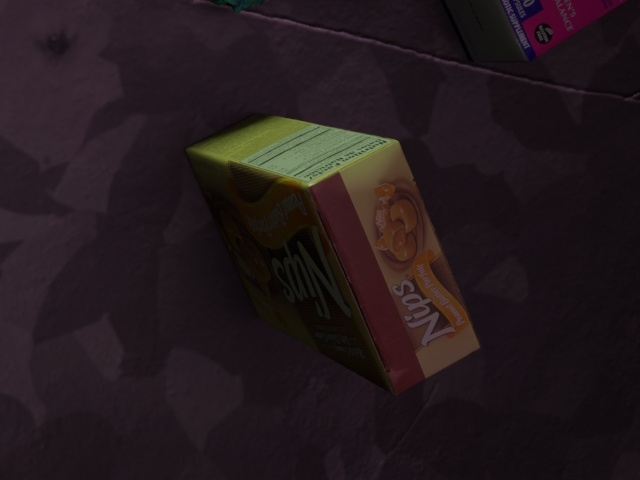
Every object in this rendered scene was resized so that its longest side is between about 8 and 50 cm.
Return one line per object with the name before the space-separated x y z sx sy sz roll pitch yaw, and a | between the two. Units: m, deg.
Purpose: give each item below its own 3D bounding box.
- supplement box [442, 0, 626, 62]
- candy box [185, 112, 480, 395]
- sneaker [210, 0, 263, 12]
supplement box | 0.232 -0.268 1.485 0.220 0.114 0.111 -33 108 -17
candy box | 0.000 0.000 1.312 0.088 0.316 0.182 -29 108 -16
sneaker | -0.057 -0.256 1.388 0.275 0.107 0.110 7 114 -19
